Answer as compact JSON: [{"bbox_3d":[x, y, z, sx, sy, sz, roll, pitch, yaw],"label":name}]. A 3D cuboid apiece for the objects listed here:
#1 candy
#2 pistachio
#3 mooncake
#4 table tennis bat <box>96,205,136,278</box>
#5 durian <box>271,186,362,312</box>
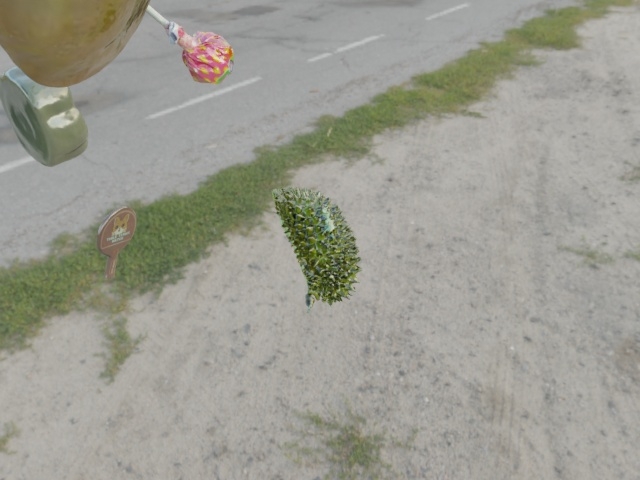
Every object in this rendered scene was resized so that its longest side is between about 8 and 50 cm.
[{"bbox_3d":[-0.328,-0.473,1.163,0.124,0.365,0.124,-9,71,26],"label":"candy"},{"bbox_3d":[-0.240,-0.286,0.518,0.212,0.261,0.163,-24,57,-39],"label":"pistachio"},{"bbox_3d":[-0.724,-0.332,1.372,0.274,0.275,0.135,25,47,34],"label":"mooncake"},{"bbox_3d":[-0.475,-0.016,1.109,0.119,0.170,0.107,26,24,15],"label":"table tennis bat"},{"bbox_3d":[0.007,-0.004,0.838,0.137,0.095,0.221,-10,73,-24],"label":"durian"}]
